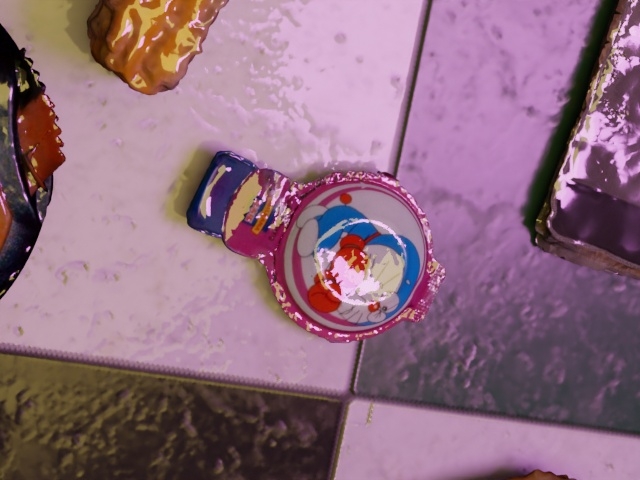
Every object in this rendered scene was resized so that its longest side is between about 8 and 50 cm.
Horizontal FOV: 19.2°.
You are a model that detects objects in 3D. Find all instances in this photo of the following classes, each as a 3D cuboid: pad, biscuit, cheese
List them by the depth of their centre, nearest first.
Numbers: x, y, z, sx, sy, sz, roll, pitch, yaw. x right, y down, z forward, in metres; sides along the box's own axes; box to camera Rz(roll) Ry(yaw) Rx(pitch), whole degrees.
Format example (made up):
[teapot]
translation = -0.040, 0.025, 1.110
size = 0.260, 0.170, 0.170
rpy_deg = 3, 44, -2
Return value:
[biscuit]
translation = -0.006, -0.243, 0.926
size = 0.054, 0.094, 0.379
rpy_deg = 30, 91, -11
[cheese]
translation = 0.000, 0.000, 0.998
size = 0.145, 0.038, 0.095
rpy_deg = 25, 93, -17
[pad]
translation = 0.247, -0.046, 1.061
size = 0.233, 0.022, 0.174
rpy_deg = 16, 95, -17

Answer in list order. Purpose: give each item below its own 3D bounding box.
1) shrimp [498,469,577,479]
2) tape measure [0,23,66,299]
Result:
[shrimp]
translation = 0.086, 0.192, 1.057
size = 0.187, 0.051, 0.132
rpy_deg = -22, 123, -3
[tape measure]
translation = -0.230, -0.045, 0.885
size = 0.202, 0.135, 0.223
rpy_deg = -31, 107, -5
